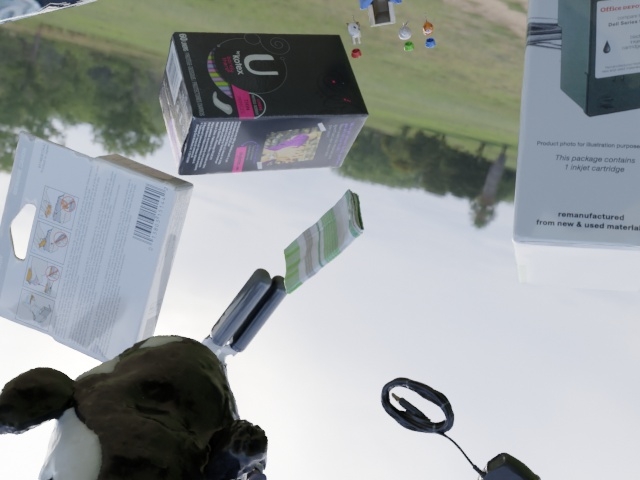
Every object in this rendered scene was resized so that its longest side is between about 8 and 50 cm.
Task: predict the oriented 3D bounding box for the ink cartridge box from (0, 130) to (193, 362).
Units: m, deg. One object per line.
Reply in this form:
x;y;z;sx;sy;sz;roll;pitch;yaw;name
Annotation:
-0.349;0.012;1.281;0.261;0.296;0.066;21;-166;13;ink cartridge box

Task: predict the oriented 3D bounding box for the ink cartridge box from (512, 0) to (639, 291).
0.237;-0.115;0.741;0.122;0.289;0.211;3;169;15;ink cartridge box

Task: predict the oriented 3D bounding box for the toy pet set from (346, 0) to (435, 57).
0.098;-0.329;1.240;0.122;0.065;0.114;-7;-133;6;toy pet set

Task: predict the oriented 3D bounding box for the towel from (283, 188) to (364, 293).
0.000;0.000;1.262;0.023;0.152;0.113;40;-157;-24;towel

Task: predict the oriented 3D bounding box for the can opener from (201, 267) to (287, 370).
-0.159;0.152;1.505;0.074;0.280;0.093;22;-148;-31;can opener

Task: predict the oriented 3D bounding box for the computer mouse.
0.154;0.218;0.848;0.242;0.071;0.041;42;-157;28;computer mouse

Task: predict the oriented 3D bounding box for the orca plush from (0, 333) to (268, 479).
-0.078;0.105;0.384;0.151;0.102;0.287;51;-164;2;orca plush

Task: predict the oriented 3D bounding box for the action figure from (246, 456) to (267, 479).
-0.178;0.404;1.591;0.185;0.099;0.285;8;-167;-14;action figure

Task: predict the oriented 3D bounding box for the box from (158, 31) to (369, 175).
-0.089;-0.207;1.297;0.270;0.143;0.165;-5;-119;-23;box

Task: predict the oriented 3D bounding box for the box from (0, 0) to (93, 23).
-0.064;-0.310;0.163;0.480;0.297;0.472;-20;164;-17;box
